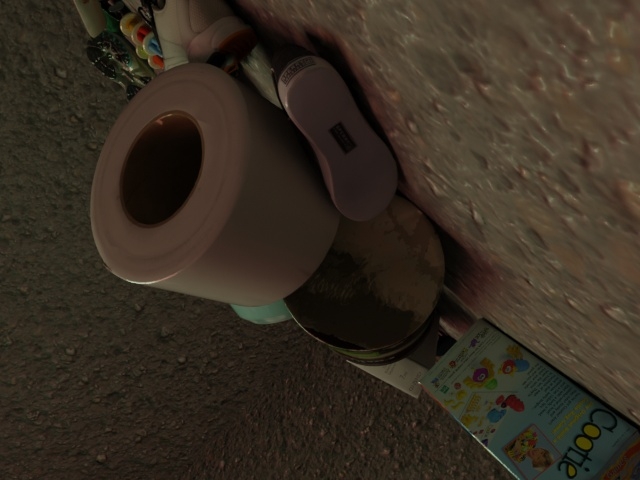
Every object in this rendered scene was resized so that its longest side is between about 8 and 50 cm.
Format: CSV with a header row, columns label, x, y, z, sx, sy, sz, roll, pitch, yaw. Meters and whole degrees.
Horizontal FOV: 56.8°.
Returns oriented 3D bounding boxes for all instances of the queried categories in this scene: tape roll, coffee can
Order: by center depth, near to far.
label,x,y,z,sx,sy,sz,roll,pitch,yaw
tape roll,-0.120,-0.055,0.681,0.246,0.246,0.169,42,-169,36
coffee can,0.065,0.065,0.830,0.201,0.201,0.275,44,175,17

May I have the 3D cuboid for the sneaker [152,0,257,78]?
label,x,y,z,sx,sy,sz,roll,pitch,yaw
sneaker,-0.163,-0.252,0.749,0.121,0.099,0.262,58,157,-8

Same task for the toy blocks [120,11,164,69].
label,x,y,z,sx,sy,sz,roll,pitch,yaw
toy blocks,-0.355,-0.409,1.273,0.148,0.054,0.123,43,170,30

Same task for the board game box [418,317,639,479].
label,x,y,z,sx,sy,sz,roll,pitch,yaw
board game box,0.296,0.259,0.833,0.142,0.144,0.275,48,176,-35

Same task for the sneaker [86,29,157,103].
label,x,y,z,sx,sy,sz,roll,pitch,yaw
sneaker,-0.415,-0.377,1.403,0.283,0.110,0.122,55,-162,-20

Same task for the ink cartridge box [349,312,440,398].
label,x,y,z,sx,sy,sz,roll,pitch,yaw
ink cartridge box,0.092,0.146,1.112,0.261,0.066,0.296,28,-164,7

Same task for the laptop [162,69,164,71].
label,x,y,z,sx,sy,sz,roll,pitch,yaw
laptop,-0.338,-0.239,1.516,0.408,0.236,0.382,48,174,-33

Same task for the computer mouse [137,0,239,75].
label,x,y,z,sx,sy,sz,roll,pitch,yaw
computer mouse,-0.213,-0.297,0.938,0.188,0.072,0.272,50,174,-36

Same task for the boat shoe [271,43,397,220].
label,x,y,z,sx,sy,sz,roll,pitch,yaw
boat shoe,0.012,-0.108,0.613,0.228,0.080,0.076,48,-171,-49

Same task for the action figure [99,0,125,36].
label,x,y,z,sx,sy,sz,roll,pitch,yaw
action figure,-0.503,-0.539,1.425,0.137,0.063,0.232,45,172,-14

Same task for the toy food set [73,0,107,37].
label,x,y,z,sx,sy,sz,roll,pitch,yaw
toy food set,-0.564,-0.569,1.194,0.306,0.092,0.220,44,160,26

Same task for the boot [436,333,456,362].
label,x,y,z,sx,sy,sz,roll,pitch,yaw
boot,0.280,0.268,1.428,0.106,0.082,0.219,50,172,-19

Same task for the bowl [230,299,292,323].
label,x,y,z,sx,sy,sz,roll,pitch,yaw
bowl,-0.106,0.092,1.418,0.311,0.311,0.163,-153,46,-75

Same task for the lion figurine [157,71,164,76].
label,x,y,z,sx,sy,sz,roll,pitch,yaw
lion figurine,-0.242,-0.209,1.059,0.392,0.142,0.240,52,180,44
